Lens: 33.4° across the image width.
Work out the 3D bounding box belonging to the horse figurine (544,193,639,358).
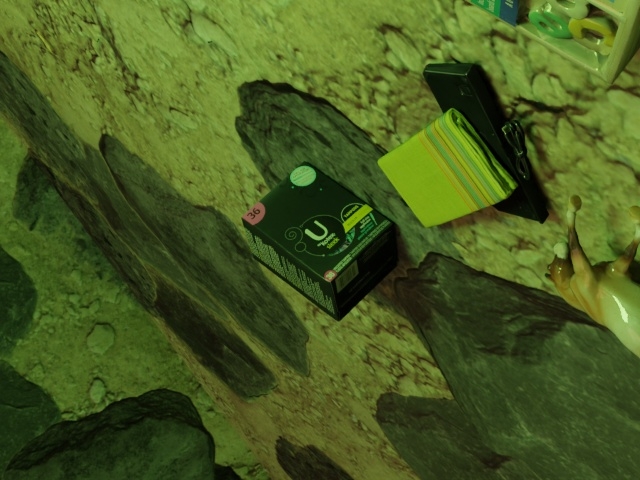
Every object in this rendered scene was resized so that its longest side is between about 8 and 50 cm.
[{"bbox_3d":[0.307,0.060,0.979,0.263,0.066,0.175,37,151,30],"label":"horse figurine"}]

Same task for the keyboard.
[{"bbox_3d":[0.170,-0.094,1.029,0.180,0.023,0.108,57,163,-26],"label":"keyboard"}]

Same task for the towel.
[{"bbox_3d":[0.128,-0.071,1.127,0.102,0.021,0.237,55,165,-2],"label":"towel"}]

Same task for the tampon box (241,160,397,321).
[{"bbox_3d":[0.000,0.000,1.380,0.161,0.120,0.101,36,157,27],"label":"tampon box"}]

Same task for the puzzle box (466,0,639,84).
[{"bbox_3d":[0.105,-0.268,0.647,0.272,0.052,0.409,35,169,16],"label":"puzzle box"}]
